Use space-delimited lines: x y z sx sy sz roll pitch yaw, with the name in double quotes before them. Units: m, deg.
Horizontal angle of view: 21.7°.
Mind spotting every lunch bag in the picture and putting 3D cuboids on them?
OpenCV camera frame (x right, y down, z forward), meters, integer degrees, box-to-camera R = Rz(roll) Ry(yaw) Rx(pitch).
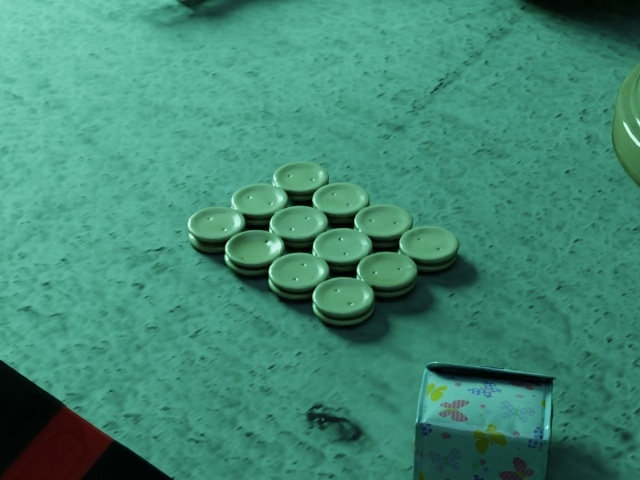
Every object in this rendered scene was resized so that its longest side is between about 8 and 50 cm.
"lunch bag" 0.085 0.091 0.863 0.071 0.053 0.083 7 27 9

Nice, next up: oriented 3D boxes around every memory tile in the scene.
"memory tile" 0.000 0.000 1.028 0.148 0.012 0.113 29 45 35

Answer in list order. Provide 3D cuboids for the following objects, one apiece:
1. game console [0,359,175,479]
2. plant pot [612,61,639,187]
"game console" -0.200 0.190 0.642 0.342 0.060 0.386 35 44 3
"plant pot" 0.314 -0.104 1.084 0.237 0.110 0.237 0 35 0
